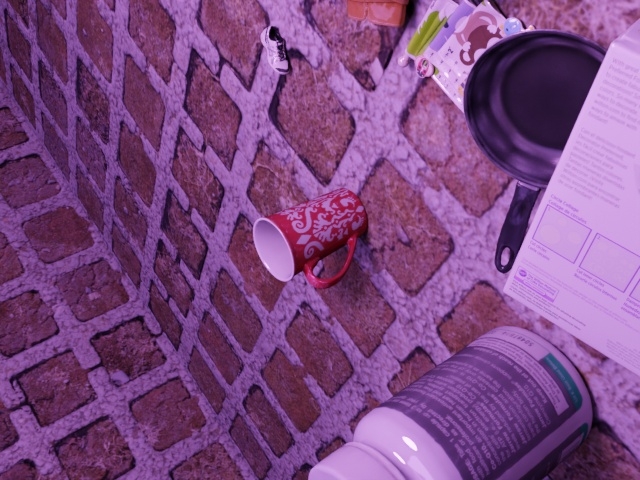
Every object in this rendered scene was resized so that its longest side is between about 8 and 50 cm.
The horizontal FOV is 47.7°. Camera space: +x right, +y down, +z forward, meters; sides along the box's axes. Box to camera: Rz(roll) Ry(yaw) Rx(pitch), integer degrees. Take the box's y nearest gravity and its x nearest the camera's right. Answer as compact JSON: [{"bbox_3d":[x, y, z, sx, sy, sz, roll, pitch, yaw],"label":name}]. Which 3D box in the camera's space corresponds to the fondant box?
[{"bbox_3d":[0.345,-0.016,0.706,0.238,0.096,0.330,34,141,23],"label":"fondant box"}]

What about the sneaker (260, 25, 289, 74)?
[{"bbox_3d":[-0.073,-0.319,1.213,0.037,0.032,0.083,-25,92,60],"label":"sneaker"}]

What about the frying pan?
[{"bbox_3d":[0.272,-0.091,0.825,0.197,0.053,0.326,6,131,37],"label":"frying pan"}]

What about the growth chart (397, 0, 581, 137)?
[{"bbox_3d":[0.201,-0.209,0.891,0.237,0.021,0.172,50,146,20],"label":"growth chart"}]

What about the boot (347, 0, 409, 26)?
[{"bbox_3d":[0.043,-0.372,0.953,0.197,0.073,0.152,35,139,38],"label":"boot"}]

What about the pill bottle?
[{"bbox_3d":[0.175,0.279,0.967,0.204,0.361,0.204,36,140,38],"label":"pill bottle"}]

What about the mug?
[{"bbox_3d":[-0.006,0.000,1.219,0.113,0.169,0.150,-18,98,59],"label":"mug"}]
